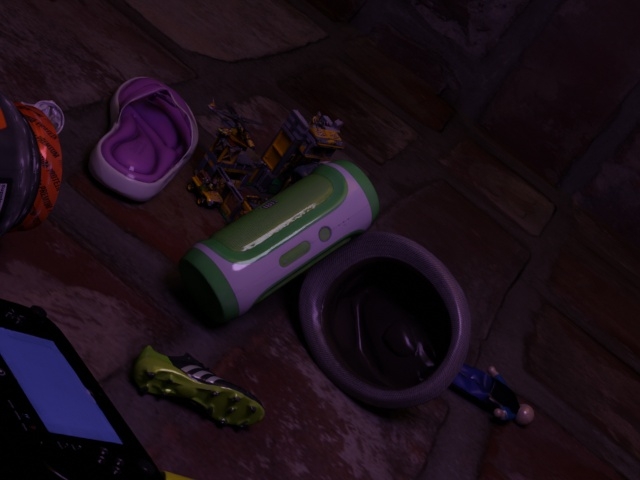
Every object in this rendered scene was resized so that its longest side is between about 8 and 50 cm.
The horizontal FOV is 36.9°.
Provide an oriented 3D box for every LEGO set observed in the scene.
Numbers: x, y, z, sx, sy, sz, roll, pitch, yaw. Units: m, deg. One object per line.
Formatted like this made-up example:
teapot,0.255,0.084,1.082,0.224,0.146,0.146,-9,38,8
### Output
LEGO set,-0.049,-0.122,1.685,0.331,0.192,0.255,10,37,-42

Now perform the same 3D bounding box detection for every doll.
doll,0.290,0.258,1.646,0.189,0.046,0.129,32,27,-9

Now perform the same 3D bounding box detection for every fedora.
fedora,0.107,0.132,1.484,0.275,0.244,0.124,45,-2,22

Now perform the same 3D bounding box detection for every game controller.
game controller,-0.287,0.158,0.996,0.319,0.067,0.166,42,1,37

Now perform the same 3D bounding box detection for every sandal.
sandal,-0.276,-0.196,1.628,0.169,0.102,0.416,28,27,-17

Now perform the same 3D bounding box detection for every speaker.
speaker,-0.057,-0.003,1.404,0.296,0.131,0.131,-34,69,-24

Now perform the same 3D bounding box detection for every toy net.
toy net,-0.443,-0.174,1.454,0.122,0.045,0.232,38,26,3

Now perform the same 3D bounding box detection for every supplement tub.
supplement tub,-0.482,-0.091,1.088,0.338,0.207,0.207,0,44,-52

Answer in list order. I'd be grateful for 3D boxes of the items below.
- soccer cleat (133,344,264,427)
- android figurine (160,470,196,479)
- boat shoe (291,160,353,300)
soccer cleat,-0.150,0.182,1.217,0.179,0.060,0.072,25,27,-17
android figurine,-0.122,0.352,0.978,0.273,0.056,0.248,23,29,-22
boat shoe,0.000,0.000,1.553,0.079,0.254,0.095,-13,16,-34
